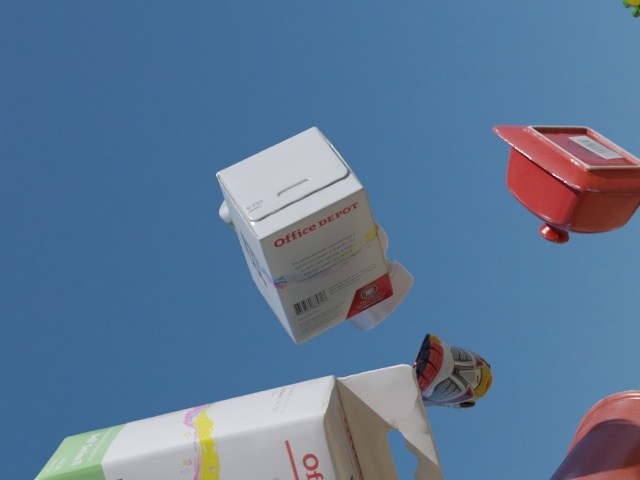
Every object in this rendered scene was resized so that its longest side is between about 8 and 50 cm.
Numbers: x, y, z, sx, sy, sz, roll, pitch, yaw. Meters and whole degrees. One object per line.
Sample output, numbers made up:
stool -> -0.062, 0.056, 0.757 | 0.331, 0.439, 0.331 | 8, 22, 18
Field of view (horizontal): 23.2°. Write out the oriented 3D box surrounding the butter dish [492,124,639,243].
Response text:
butter dish -> 0.273, -0.052, 1.708 | 0.159, 0.160, 0.118 | -4, -59, -39

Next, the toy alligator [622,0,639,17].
toy alligator -> 0.402, -0.252, 1.763 | 0.056, 0.189, 0.051 | -28, -32, -42

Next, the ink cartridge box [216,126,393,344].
ink cartridge box -> -0.016, -0.006, 1.697 | 0.128, 0.127, 0.176 | -26, -44, -10

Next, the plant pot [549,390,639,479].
plant pot -> 0.406, 0.383, 2.110 | 0.265, 0.272, 0.272 | -32, -59, -47

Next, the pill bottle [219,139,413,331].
pill bottle -> 0.000, 0.000, 2.014 | 0.245, 0.136, 0.136 | 44, -137, -11

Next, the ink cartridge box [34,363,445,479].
ink cartridge box -> -0.062, 0.257, 1.452 | 0.119, 0.353, 0.207 | -61, -44, -77

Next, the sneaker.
sneaker -> 0.151, 0.168, 1.835 | 0.225, 0.092, 0.088 | 78, -148, -85
